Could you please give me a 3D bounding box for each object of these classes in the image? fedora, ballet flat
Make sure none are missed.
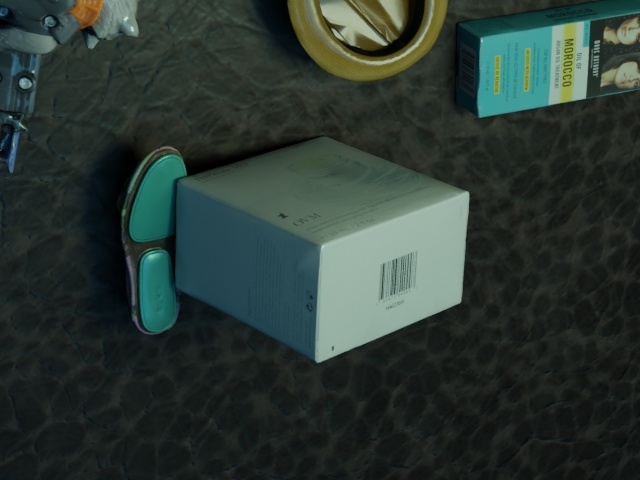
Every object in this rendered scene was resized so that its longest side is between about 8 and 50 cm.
[{"bbox_3d":[0.043,-0.268,1.816,0.194,0.079,0.194,-7,111,-18],"label":"fedora"},{"bbox_3d":[-0.188,-0.006,1.831,0.077,0.079,0.221,-11,118,-27],"label":"ballet flat"}]

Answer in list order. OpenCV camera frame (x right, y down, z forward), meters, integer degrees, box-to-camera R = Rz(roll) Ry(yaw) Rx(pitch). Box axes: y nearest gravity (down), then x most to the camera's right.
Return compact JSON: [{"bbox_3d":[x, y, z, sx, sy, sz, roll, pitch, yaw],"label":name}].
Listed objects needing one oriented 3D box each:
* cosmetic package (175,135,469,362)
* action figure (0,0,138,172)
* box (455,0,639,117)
[{"bbox_3d":[0.000,0.000,1.801,0.224,0.225,0.138,-20,121,-41],"label":"cosmetic package"},{"bbox_3d":[-0.333,-0.209,1.614,0.330,0.178,0.341,-1,111,-14],"label":"action figure"},{"bbox_3d":[0.279,-0.215,1.965,0.244,0.060,0.100,-12,118,-20],"label":"box"}]
